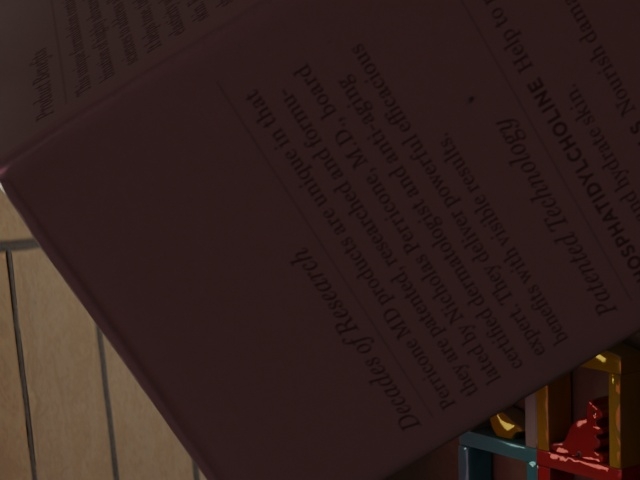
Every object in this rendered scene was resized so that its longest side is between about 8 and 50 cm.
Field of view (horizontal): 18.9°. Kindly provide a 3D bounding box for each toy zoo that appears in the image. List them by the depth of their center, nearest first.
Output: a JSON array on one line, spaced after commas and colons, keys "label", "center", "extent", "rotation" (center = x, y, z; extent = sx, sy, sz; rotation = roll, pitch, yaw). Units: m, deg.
[{"label": "toy zoo", "center": [0.186, 0.178, 1.574], "extent": [0.192, 0.030, 0.293], "rotation": [9, 104, 51]}]

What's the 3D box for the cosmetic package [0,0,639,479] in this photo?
[{"label": "cosmetic package", "center": [0.026, -0.084, 1.287], "extent": [0.327, 0.394, 0.329], "rotation": [57, -175, -26]}]
